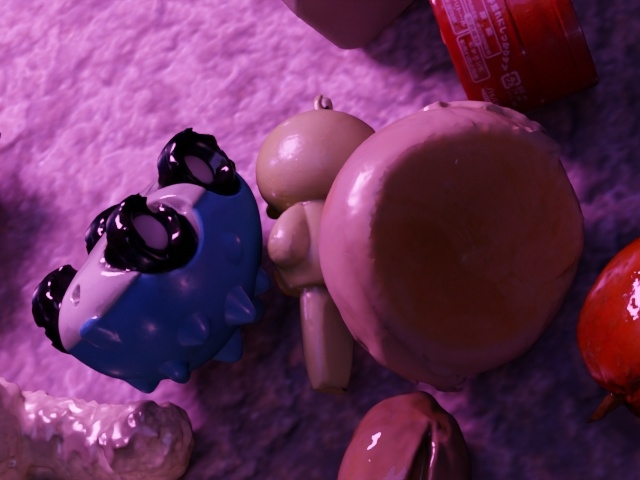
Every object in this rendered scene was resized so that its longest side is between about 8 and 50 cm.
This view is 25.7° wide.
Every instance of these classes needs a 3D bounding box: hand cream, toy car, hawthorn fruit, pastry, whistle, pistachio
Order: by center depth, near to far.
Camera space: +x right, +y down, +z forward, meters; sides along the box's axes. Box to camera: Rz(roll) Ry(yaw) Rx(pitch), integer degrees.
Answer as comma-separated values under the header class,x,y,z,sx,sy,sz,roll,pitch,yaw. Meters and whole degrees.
class,x,y,z,sx,sy,sz,roll,pitch,yaw
hawthorn fruit,0.302,0.087,1.219,0.200,0.179,0.179,-43,66,2
pistachio,0.071,0.227,1.271,0.124,0.124,0.185,21,87,21
pastry,0.119,0.002,1.275,0.265,0.133,0.265,2,85,-19
toy car,-0.139,0.035,1.345,0.190,0.255,0.188,41,125,-10
hand cream,0.179,-0.215,1.349,0.125,0.193,0.193,-19,67,11
whistle,-0.007,-0.001,1.368,0.141,0.141,0.294,6,80,18

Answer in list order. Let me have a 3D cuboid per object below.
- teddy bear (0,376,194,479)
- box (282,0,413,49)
class,x,y,z,sx,sy,sz,roll,pitch,yaw
teddy bear,-0.363,0.193,1.270,0.375,0.362,0.327,10,75,21
box,0.035,-0.441,1.454,0.352,0.177,0.344,-44,62,12
